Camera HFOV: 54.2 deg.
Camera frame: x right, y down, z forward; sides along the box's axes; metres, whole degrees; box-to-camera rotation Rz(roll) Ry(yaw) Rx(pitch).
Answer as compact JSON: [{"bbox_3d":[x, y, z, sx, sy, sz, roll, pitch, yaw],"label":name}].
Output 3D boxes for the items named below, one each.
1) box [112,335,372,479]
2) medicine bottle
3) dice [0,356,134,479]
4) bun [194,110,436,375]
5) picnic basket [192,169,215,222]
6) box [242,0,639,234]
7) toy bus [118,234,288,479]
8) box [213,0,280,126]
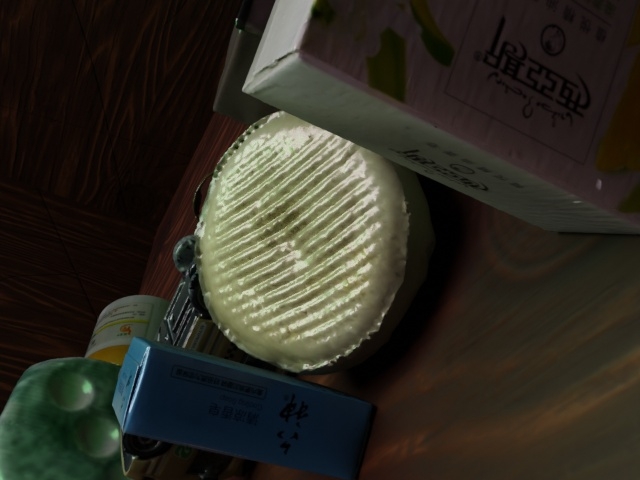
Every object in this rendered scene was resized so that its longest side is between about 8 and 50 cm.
[{"bbox_3d":[-0.083,0.167,0.635,0.142,0.232,0.083,-14,58,67],"label":"box"},{"bbox_3d":[-0.412,0.281,1.411,0.238,0.238,0.232,-58,21,30],"label":"medicine bottle"},{"bbox_3d":[-0.452,0.448,1.174,0.330,0.348,0.328,-54,22,37],"label":"dice"},{"bbox_3d":[0.000,0.000,0.668,0.287,0.146,0.287,2,94,37],"label":"bun"},{"bbox_3d":[-0.135,-0.054,1.094,0.128,0.178,0.138,-67,19,3],"label":"picnic basket"},{"bbox_3d":[0.111,-0.134,0.383,0.111,0.260,0.194,8,79,67],"label":"box"},{"bbox_3d":[-0.140,0.153,0.866,0.365,0.202,0.177,-64,25,8],"label":"toy bus"},{"bbox_3d":[0.025,-0.208,0.717,0.153,0.252,0.188,131,154,-57],"label":"box"}]
